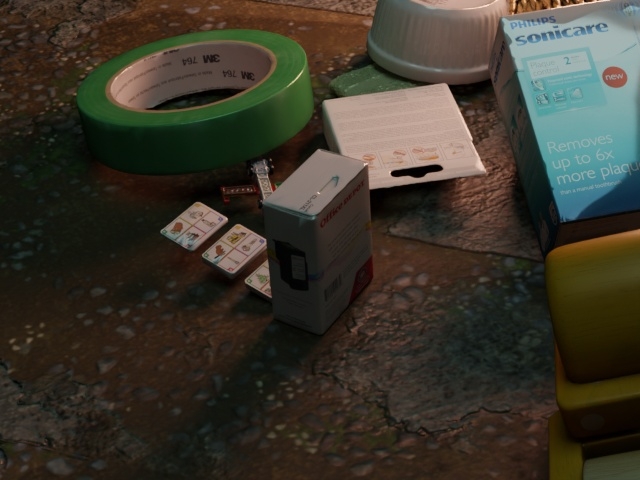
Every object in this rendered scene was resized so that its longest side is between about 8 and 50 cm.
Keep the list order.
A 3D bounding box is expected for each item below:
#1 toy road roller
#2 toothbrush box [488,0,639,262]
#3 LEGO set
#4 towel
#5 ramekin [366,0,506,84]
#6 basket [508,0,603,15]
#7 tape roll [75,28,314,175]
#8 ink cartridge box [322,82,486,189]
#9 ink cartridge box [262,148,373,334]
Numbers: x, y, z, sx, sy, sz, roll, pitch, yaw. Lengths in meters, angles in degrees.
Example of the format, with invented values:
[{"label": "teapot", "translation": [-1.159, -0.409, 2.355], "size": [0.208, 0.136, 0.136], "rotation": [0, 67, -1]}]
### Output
[{"label": "toy road roller", "translation": [0.312, 0.139, 1.505], "size": [0.202, 0.240, 0.329], "rotation": [-13, 37, 17]}, {"label": "toothbrush box", "translation": [0.350, -0.141, 1.899], "size": [0.216, 0.126, 0.295], "rotation": [-9, 64, -6]}, {"label": "LEGO set", "translation": [-0.060, -0.020, 1.962], "size": [0.182, 0.060, 0.244], "rotation": [29, 48, 20]}, {"label": "towel", "translation": [0.096, -0.226, 2.212], "size": [0.148, 0.027, 0.110], "rotation": [-22, 40, -22]}, {"label": "ramekin", "translation": [0.175, -0.319, 2.233], "size": [0.207, 0.109, 0.207], "rotation": [5, 32, -3]}, {"label": "basket", "translation": [0.412, -0.298, 2.222], "size": [0.213, 0.223, 0.299], "rotation": [-28, 30, 24]}, {"label": "tape roll", "translation": [-0.171, -0.195, 2.119], "size": [0.321, 0.077, 0.321], "rotation": [-8, 29, 4]}, {"label": "ink cartridge box", "translation": [0.109, -0.123, 2.058], "size": [0.181, 0.056, 0.224], "rotation": [-8, 40, -7]}, {"label": "ink cartridge box", "translation": [0.000, 0.000, 1.801], "size": [0.072, 0.175, 0.127], "rotation": [18, 42, 27]}]
